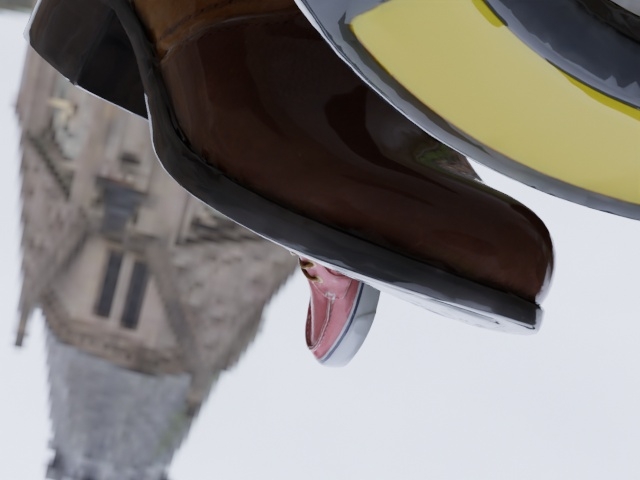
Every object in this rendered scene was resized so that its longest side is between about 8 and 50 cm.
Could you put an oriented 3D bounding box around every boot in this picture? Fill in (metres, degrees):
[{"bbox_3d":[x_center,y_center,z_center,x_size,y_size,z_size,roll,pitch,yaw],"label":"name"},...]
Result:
[{"bbox_3d":[0.043,-0.134,0.622,0.096,0.280,0.264,26,-170,-39],"label":"boot"}]

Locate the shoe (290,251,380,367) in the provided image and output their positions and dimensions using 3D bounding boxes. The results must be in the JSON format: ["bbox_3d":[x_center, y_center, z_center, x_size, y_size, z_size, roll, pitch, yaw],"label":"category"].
[{"bbox_3d":[0.000,0.000,1.222,0.081,0.178,0.063,7,-154,-22],"label":"shoe"}]

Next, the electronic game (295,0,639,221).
[{"bbox_3d":[0.098,-0.079,0.322,0.229,0.229,0.048,11,-131,-9],"label":"electronic game"}]
